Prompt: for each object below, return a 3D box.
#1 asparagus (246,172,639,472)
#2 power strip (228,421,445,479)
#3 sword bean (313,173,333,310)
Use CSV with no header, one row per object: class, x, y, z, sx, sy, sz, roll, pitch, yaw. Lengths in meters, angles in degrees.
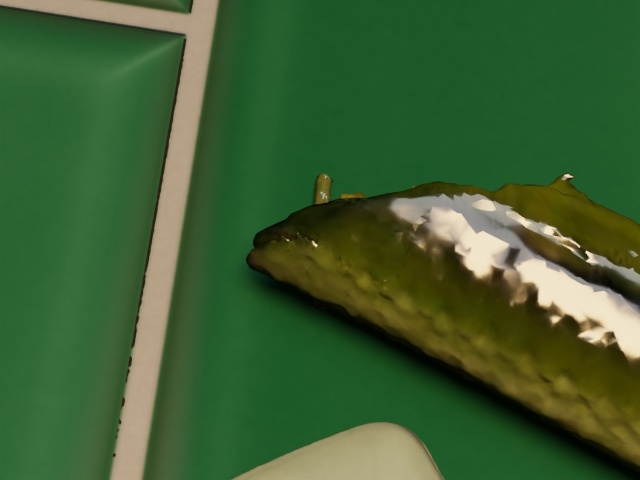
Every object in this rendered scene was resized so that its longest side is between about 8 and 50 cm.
asparagus,0.154,0.050,0.781,0.382,0.108,0.128,27,92,8
power strip,0.014,0.227,0.686,0.194,0.059,0.265,-21,66,-20
sword bean,0.000,0.000,0.844,0.012,0.012,0.083,5,61,-6
